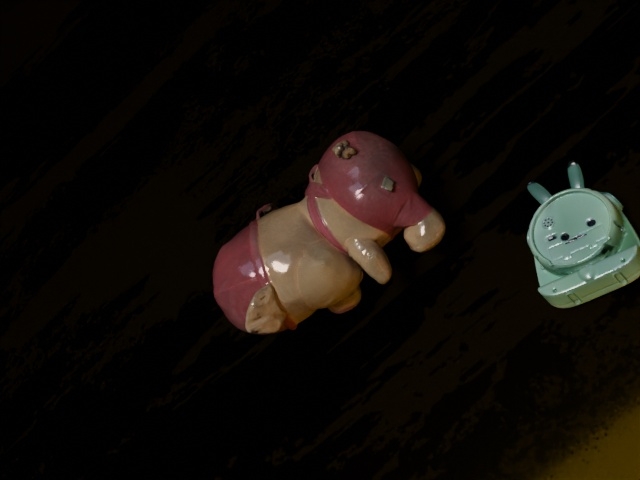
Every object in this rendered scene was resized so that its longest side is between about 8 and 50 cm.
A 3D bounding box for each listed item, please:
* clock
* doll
[{"bbox_3d":[0.243,-0.008,0.881,0.101,0.041,0.135,-29,51,23],"label":"clock"},{"bbox_3d":[0.002,0.003,0.995,0.256,0.196,0.152,-38,85,10],"label":"doll"}]
